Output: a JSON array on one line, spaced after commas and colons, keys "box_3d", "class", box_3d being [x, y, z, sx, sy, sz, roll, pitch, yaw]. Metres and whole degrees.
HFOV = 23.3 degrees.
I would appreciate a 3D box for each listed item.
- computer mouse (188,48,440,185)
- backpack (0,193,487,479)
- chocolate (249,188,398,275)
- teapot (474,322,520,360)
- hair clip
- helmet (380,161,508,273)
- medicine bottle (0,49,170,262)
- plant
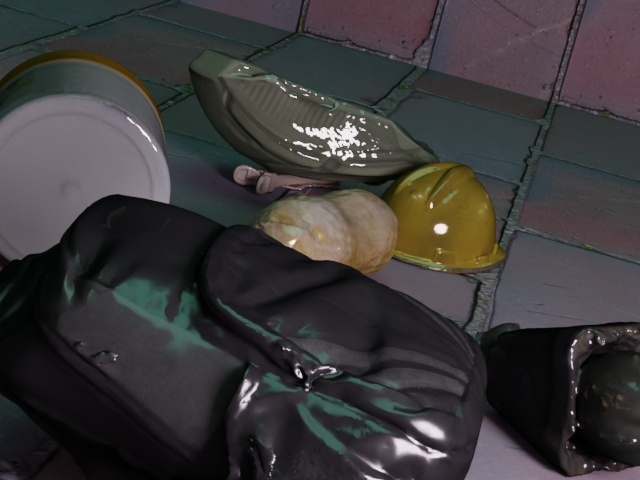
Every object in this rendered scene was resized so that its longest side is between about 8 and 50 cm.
[{"box_3d": [-0.020, -0.165, 2.420, 0.429, 0.145, 0.228, 20, 1, -17], "class": "computer mouse"}, {"box_3d": [-0.086, 0.122, 1.362, 0.446, 0.254, 0.363, 29, 18, 1], "class": "backpack"}, {"box_3d": [0.000, 0.000, 2.045, 0.134, 0.134, 0.309, 21, 16, 23], "class": "chocolate"}, {"box_3d": [0.220, 0.135, 1.907, 0.057, 0.066, 0.088, 1, -10, 18], "class": "teapot"}, {"box_3d": [-0.050, -0.101, 2.495, 0.072, 0.034, 0.226, 24, 19, 34], "class": "hair clip"}, {"box_3d": [0.186, -0.048, 2.341, 0.205, 0.140, 0.257, 26, 23, 35], "class": "helmet"}, {"box_3d": [-0.307, -0.095, 1.906, 0.238, 0.237, 0.232, 11, 18, -11], "class": "medicine bottle"}, {"box_3d": [0.294, 0.166, 1.687, 0.142, 0.164, 0.256, 2, 9, -35], "class": "plant"}]
